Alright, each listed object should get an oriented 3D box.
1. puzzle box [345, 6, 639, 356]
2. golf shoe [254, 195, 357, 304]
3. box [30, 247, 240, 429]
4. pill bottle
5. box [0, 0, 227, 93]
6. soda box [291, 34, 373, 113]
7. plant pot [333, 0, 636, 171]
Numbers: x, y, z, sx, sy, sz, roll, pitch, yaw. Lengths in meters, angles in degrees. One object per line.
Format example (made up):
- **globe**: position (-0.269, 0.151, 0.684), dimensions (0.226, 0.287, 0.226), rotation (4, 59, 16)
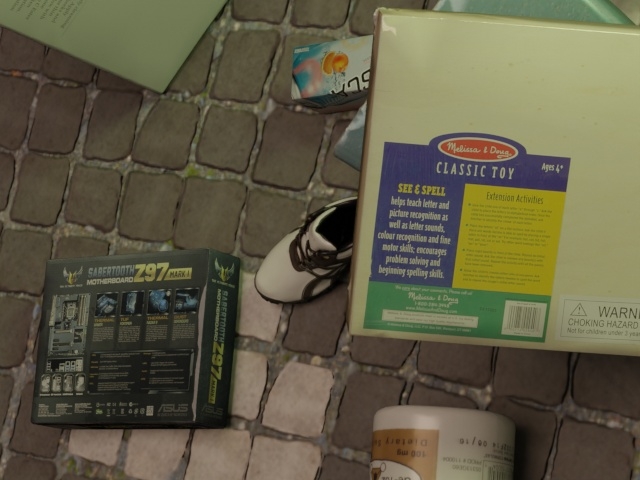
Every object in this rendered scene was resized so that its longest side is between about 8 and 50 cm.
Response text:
- **puzzle box**: position (0.232, -0.043, 1.562), dimensions (0.409, 0.052, 0.272), rotation (5, 107, -5)
- **golf shoe**: position (0.000, 0.000, 1.890), dimensions (0.198, 0.094, 0.077), rotation (-30, 65, 27)
- **box**: position (-0.196, 0.106, 2.017), dimensions (0.232, 0.059, 0.183), rotation (-5, 76, 34)
- **pill bottle**: position (0.105, 0.269, 1.726), dimensions (0.131, 0.131, 0.229), rotation (-3, 77, 34)
- **box**: position (-0.283, -0.318, 2.005), dimensions (0.215, 0.345, 0.168), rotation (45, 104, 33)
- **soda box**: position (0.062, -0.170, 1.906), dimensions (0.183, 0.063, 0.058), rotation (-6, 75, 33)
- **plant pot**: position (0.201, -0.107, 1.688), dimensions (0.252, 0.248, 0.247), rotation (37, 101, 7)
